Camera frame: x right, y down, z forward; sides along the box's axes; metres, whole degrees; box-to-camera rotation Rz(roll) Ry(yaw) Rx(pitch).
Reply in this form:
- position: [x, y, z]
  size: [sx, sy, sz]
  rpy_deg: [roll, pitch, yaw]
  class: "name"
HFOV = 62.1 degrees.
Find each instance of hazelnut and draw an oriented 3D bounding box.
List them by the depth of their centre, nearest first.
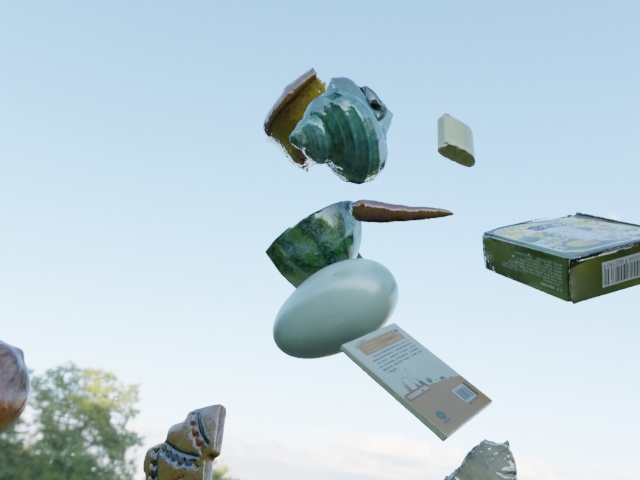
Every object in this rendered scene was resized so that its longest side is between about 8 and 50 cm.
- position: [-0.573, 0.242, 0.863]
  size: [0.182, 0.182, 0.182]
  rpy_deg: [6, -28, 3]
  class: "hazelnut"

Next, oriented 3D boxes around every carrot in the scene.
- position: [0.166, -0.057, 1.086]
  size: [0.216, 0.048, 0.048]
  rpy_deg: [3, -28, -4]
  class: "carrot"

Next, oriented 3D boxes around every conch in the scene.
- position: [0.036, -0.181, 0.885]
  size: [0.134, 0.196, 0.202]
  rpy_deg: [-46, -23, 24]
  class: "conch"

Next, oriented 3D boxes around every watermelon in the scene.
- position: [0.000, 0.000, 1.585]
  size: [0.305, 0.180, 0.224]
  rpy_deg: [-36, -59, 3]
  class: "watermelon"

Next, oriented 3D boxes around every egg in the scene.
- position: [0.039, 0.189, 1.443]
  size: [0.370, 0.230, 0.230]
  rpy_deg: [-29, -34, 0]
  class: "egg"

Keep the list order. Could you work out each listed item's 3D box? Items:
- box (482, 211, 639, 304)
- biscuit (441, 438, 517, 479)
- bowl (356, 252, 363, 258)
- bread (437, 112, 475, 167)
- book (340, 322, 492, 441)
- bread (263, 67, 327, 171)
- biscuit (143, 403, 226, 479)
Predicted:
- position: [0.760, 0.034, 1.599]
  size: [0.372, 0.138, 0.420]
  rpy_deg: [-12, 13, -14]
  class: "box"
- position: [0.315, 0.544, 1.113]
  size: [0.141, 0.289, 0.038]
  rpy_deg: [48, -8, 21]
  class: "biscuit"
- position: [0.038, 0.084, 1.855]
  size: [0.289, 0.146, 0.289]
  rpy_deg: [49, -11, 13]
  class: "bowl"
- position: [0.448, -0.332, 1.749]
  size: [0.139, 0.178, 0.060]
  rpy_deg: [22, -44, -14]
  class: "bread"
- position: [0.212, 0.297, 1.179]
  size: [0.207, 0.295, 0.020]
  rpy_deg: [-11, -51, -46]
  class: "book"
- position: [-0.045, -0.296, 1.420]
  size: [0.194, 0.179, 0.340]
  rpy_deg: [46, -8, 0]
  class: "bread"
- position: [-0.324, 0.513, 1.256]
  size: [0.043, 0.302, 0.278]
  rpy_deg: [37, -9, -37]
  class: "biscuit"
